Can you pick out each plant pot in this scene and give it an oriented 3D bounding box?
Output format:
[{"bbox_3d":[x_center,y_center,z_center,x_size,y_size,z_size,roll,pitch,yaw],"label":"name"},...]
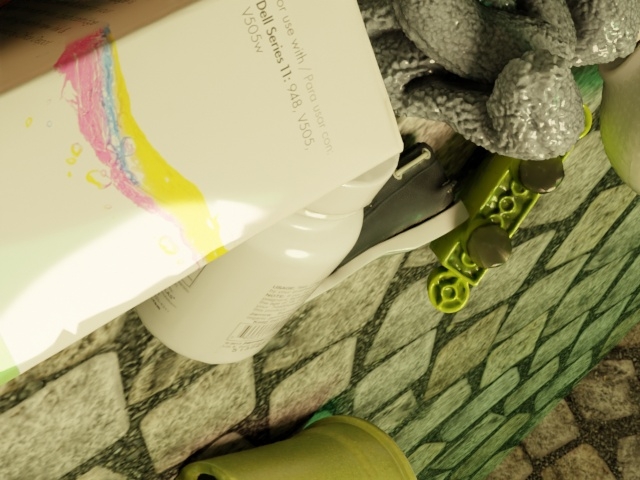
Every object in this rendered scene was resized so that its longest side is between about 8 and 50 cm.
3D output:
[{"bbox_3d":[-0.055,0.359,1.370,0.253,0.276,0.276,8,128,-45],"label":"plant pot"}]

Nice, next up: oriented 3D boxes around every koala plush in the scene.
[{"bbox_3d":[0.108,-0.204,0.729,0.196,0.203,0.221,-53,153,-40],"label":"koala plush"}]

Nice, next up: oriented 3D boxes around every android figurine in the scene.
[{"bbox_3d":[0.182,-0.040,1.127,0.248,0.056,0.273,-56,-179,4],"label":"android figurine"}]

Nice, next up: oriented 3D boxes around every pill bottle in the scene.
[{"bbox_3d":[-0.043,-0.017,0.804,0.131,0.131,0.229,-19,159,-41],"label":"pill bottle"}]

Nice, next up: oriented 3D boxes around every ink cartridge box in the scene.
[{"bbox_3d":[-0.107,-0.063,0.555,0.353,0.207,0.119,-31,117,-22],"label":"ink cartridge box"}]

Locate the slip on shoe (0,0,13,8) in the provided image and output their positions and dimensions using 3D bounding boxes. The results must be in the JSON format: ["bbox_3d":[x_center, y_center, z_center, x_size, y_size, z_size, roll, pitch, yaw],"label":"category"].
[{"bbox_3d":[-0.150,-0.158,0.491,0.331,0.123,0.101,-37,-176,-17],"label":"slip on shoe"}]

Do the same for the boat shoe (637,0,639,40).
[{"bbox_3d":[0.275,-0.274,0.935,0.096,0.117,0.324,9,155,-9],"label":"boat shoe"}]

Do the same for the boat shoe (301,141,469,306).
[{"bbox_3d":[0.000,0.000,1.005,0.302,0.091,0.114,-27,-178,-33],"label":"boat shoe"}]

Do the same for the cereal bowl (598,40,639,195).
[{"bbox_3d":[0.370,-0.199,1.058,0.339,0.141,0.339,-155,-90,-83],"label":"cereal bowl"}]
